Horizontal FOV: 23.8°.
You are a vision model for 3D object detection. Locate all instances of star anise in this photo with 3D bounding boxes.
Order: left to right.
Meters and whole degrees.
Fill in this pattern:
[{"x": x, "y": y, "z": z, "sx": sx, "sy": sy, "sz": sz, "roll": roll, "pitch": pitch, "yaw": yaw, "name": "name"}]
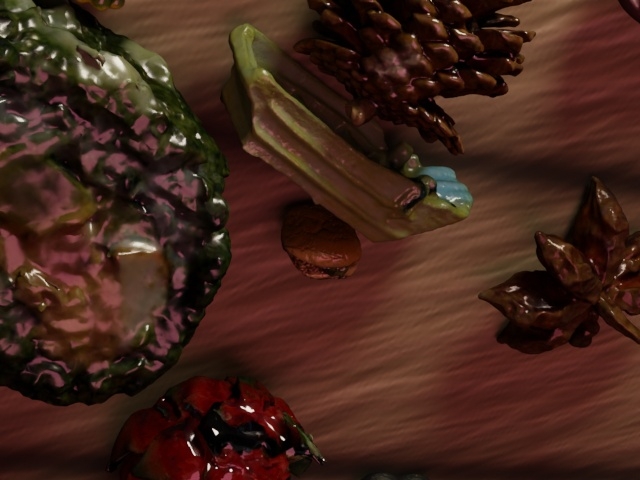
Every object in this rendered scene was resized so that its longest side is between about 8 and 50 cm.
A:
[{"x": 0.260, "y": 0.044, "z": 1.504, "sx": 0.212, "sy": 0.111, "sz": 0.196, "roll": -15, "pitch": 119, "yaw": -1, "name": "star anise"}]

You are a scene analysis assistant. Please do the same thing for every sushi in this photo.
[{"x": -0.242, "y": -0.045, "z": 1.218, "sx": 0.352, "sy": 0.178, "sz": 0.294, "roll": 30, "pitch": 106, "yaw": -29, "name": "sushi"}]

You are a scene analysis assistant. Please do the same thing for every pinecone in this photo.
[{"x": 0.092, "y": -0.187, "z": 1.244, "sx": 0.185, "sy": 0.169, "sz": 0.212, "roll": 33, "pitch": 109, "yaw": -27, "name": "pinecone"}]

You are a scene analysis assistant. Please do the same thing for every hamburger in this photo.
[{"x": 0.000, "y": 0.000, "z": 1.390, "sx": 0.076, "sy": 0.083, "sz": 0.044, "roll": -4, "pitch": 133, "yaw": -17, "name": "hamburger"}]

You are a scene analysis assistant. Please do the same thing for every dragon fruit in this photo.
[{"x": -0.108, "y": 0.216, "z": 1.446, "sx": 0.182, "sy": 0.182, "sz": 0.189, "roll": 40, "pitch": 85, "yaw": -35, "name": "dragon fruit"}]

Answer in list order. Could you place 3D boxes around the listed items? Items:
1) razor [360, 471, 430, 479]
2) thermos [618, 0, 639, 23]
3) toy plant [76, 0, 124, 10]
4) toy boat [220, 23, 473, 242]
[{"x": 0.067, "y": 0.319, "z": 1.643, "sx": 0.090, "sy": 0.054, "sz": 0.148, "roll": 6, "pitch": 119, "yaw": -18, "name": "razor"}, {"x": 0.403, "y": -0.294, "z": 1.319, "sx": 0.330, "sy": 0.109, "sz": 0.136, "roll": -25, "pitch": 127, "yaw": -1, "name": "thermos"}, {"x": -0.153, "y": -0.255, "z": 1.164, "sx": 0.092, "sy": 0.093, "sz": 0.162, "roll": 10, "pitch": 118, "yaw": -24, "name": "toy plant"}, {"x": 0.013, "y": -0.078, "z": 1.326, "sx": 0.276, "sy": 0.111, "sz": 0.084, "roll": 31, "pitch": 113, "yaw": -36, "name": "toy boat"}]
